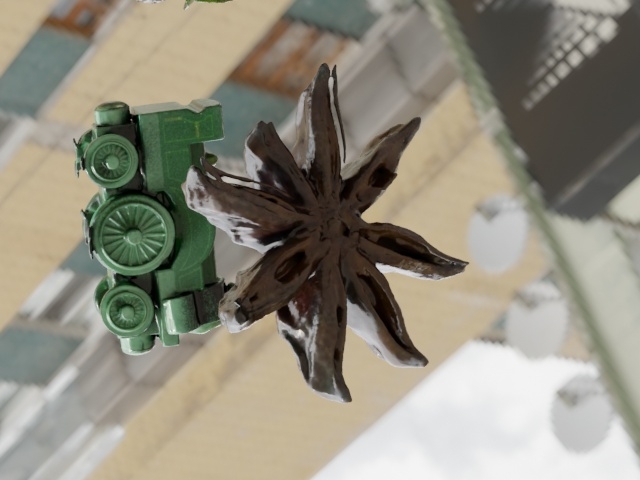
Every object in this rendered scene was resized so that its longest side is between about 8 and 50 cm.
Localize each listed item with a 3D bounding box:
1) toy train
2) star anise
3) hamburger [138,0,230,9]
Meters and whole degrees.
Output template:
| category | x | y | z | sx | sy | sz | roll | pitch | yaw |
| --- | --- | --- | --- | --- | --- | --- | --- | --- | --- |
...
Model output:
| category | x | y | z | sx | sy | sz | roll | pitch | yaw |
| --- | --- | --- | --- | --- | --- | --- | --- | --- | --- |
| toy train | -0.113 | -0.011 | 1.267 | 0.104 | 0.178 | 0.071 | -8 | -168 | -14 |
| star anise | 0.000 | 0.002 | 0.752 | 0.141 | 0.042 | 0.141 | 11 | -109 | -34 |
| hamburger | -0.031 | -0.173 | 0.759 | 0.087 | 0.166 | 0.137 | 23 | -150 | 24 |
